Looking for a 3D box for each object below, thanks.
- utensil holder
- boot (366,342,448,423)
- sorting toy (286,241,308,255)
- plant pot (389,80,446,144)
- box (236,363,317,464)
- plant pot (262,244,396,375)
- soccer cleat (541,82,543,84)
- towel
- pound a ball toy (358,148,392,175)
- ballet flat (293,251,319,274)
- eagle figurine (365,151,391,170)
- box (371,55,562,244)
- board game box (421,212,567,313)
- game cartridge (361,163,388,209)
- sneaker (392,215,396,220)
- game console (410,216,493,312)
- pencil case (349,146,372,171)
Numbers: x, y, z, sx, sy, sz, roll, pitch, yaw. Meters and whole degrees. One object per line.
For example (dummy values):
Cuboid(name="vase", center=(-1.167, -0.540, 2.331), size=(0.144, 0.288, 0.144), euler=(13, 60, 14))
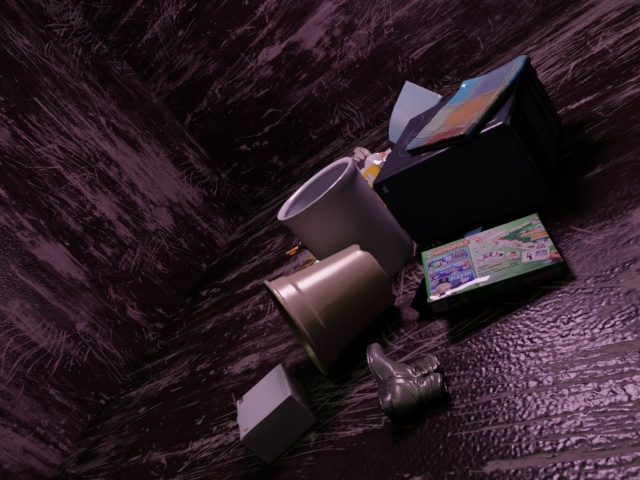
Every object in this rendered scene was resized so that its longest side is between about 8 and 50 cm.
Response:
Cuboid(name="utensil holder", center=(0.093, -0.045, 1.610), size=(0.328, 0.385, 0.327), euler=(-36, 20, 15))
Cuboid(name="boot", center=(0.209, 0.312, 1.077), size=(0.161, 0.083, 0.246), euler=(-31, 25, 8))
Cuboid(name="sorting toy", center=(0.000, 0.000, 2.116), size=(0.348, 0.047, 0.196), euler=(-32, -13, 6))
Cuboid(name="plant pot", center=(0.441, -0.486, 1.930), size=(0.252, 0.247, 0.248), euler=(-58, 41, 14))
Cuboid(name="box", center=(-0.129, 0.480, 1.264), size=(0.182, 0.119, 0.181), euler=(-42, 19, -2))
Cuboid(name="plant pot", center=(0.043, 0.180, 1.366), size=(0.306, 0.333, 0.334), euler=(-34, 16, -13))
Cuboid(name="soccer cleat", center=(0.891, -0.625, 1.888), size=(0.179, 0.072, 0.060), euler=(-28, 5, -42))
Cuboid(name="towel", center=(0.447, -0.411, 1.378), size=(0.370, 0.040, 0.271), euler=(-48, 20, -19))
Cuboid(name="pound a ball toy", center=(0.300, -0.355, 2.310), size=(0.319, 0.135, 0.208), euler=(-36, 19, 16))
Cuboid(name="ballet flat", center=(-0.047, 0.150, 1.906), size=(0.342, 0.116, 0.124), euler=(-44, 39, -8))
Cuboid(name="eagle figurine", center=(0.330, -0.283, 2.014), size=(0.225, 0.226, 0.298), euler=(-16, 18, 8))
Cuboid(name="box", center=(0.500, -0.294, 1.516), size=(0.480, 0.297, 0.471), euler=(-22, 25, 44))
Cuboid(name="board game box", center=(0.423, 0.056, 1.148), size=(0.318, 0.046, 0.213), euler=(-21, 28, 21))
Cuboid(name="game cartridge", center=(0.182, -0.154, 1.900), size=(0.285, 0.053, 0.323), euler=(-44, 30, 18))
Cuboid(name="sneaker", center=(0.252, -0.094, 1.913), size=(0.115, 0.090, 0.232), euler=(-40, 24, -23))
Cuboid(name="game console", center=(0.401, 0.064, 1.292), size=(0.213, 0.044, 0.361), euler=(-20, 27, 46))
Cuboid(name="pencil case", center=(0.129, -0.360, 2.615), size=(0.410, 0.160, 0.183), euler=(-43, 26, -7))
